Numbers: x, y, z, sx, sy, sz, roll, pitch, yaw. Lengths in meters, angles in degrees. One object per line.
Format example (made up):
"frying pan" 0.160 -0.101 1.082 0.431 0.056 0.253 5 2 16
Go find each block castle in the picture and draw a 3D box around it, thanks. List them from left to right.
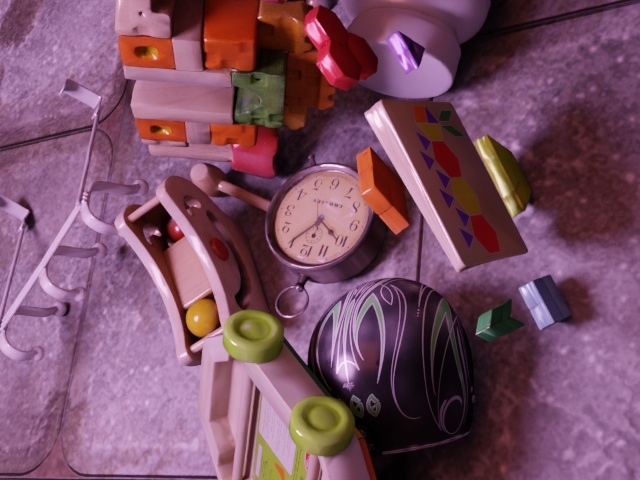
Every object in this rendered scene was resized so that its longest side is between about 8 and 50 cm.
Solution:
"block castle" -0.080 -0.279 1.103 0.212 0.453 0.303 5 68 -2

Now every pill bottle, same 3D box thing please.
"pill bottle" 0.115 -0.319 1.152 0.169 0.169 0.301 2 70 36

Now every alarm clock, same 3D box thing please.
"alarm clock" 0.000 0.000 1.141 0.129 0.064 0.192 16 70 29

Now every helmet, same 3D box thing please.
"helmet" 0.066 0.117 0.996 0.169 0.169 0.162 -13 84 30

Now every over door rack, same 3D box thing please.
"over door rack" -0.331 -0.028 1.350 0.239 0.108 0.324 -51 35 22

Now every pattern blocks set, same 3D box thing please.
"pattern blocks set" 0.116 -0.057 0.959 0.026 0.285 0.325 -34 67 33

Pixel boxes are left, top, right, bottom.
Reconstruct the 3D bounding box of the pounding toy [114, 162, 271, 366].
"pounding toy" -0.122 -0.003 1.180 0.155 0.154 0.269 -33 54 19

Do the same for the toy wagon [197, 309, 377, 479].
"toy wagon" -0.019 0.237 0.962 0.344 0.068 0.267 47 142 38
